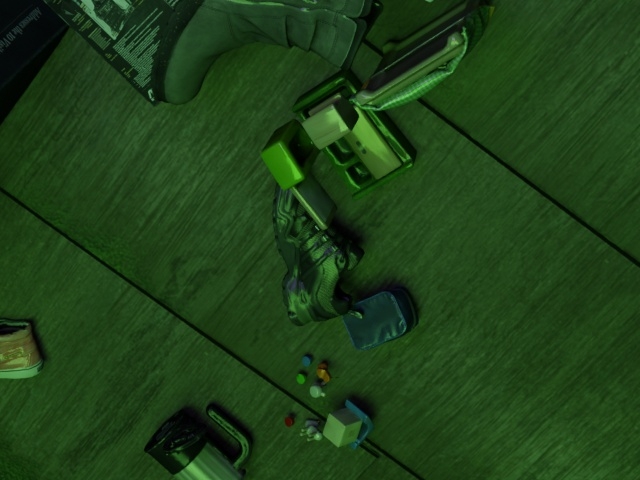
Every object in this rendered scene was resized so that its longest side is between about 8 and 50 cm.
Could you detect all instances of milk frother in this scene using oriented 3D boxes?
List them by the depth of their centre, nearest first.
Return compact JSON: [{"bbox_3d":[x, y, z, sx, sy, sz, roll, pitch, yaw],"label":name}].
[{"bbox_3d":[-0.174,0.322,2.113,0.135,0.143,0.129,45,111,-9],"label":"milk frother"}]

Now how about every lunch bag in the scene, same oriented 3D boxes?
[{"bbox_3d":[0.081,0.107,1.983,0.098,0.065,0.067,-23,86,25],"label":"lunch bag"}]

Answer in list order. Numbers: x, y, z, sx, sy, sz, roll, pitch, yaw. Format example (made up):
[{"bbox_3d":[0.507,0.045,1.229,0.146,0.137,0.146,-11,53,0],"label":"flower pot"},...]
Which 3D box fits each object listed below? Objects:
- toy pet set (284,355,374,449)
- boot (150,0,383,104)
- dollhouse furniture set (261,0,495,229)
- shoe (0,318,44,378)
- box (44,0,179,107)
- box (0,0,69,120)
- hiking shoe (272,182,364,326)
[{"bbox_3d":[0.020,0.237,2.085,0.114,0.065,0.122,37,123,33],"label":"toy pet set"},{"bbox_3d":[-0.060,-0.242,1.679,0.223,0.118,0.338,23,142,-5],"label":"boot"},{"bbox_3d":[0.105,-0.150,1.764,0.301,0.197,0.151,-30,106,26],"label":"dollhouse furniture set"},{"bbox_3d":[-0.503,0.163,2.154,0.178,0.063,0.081,-5,115,10],"label":"shoe"},{"bbox_3d":[-0.187,-0.350,1.796,0.242,0.076,0.307,44,118,-11],"label":"box"},{"bbox_3d":[-0.633,-0.229,1.732,0.472,0.480,0.297,37,121,-7],"label":"box"},{"bbox_3d":[0.000,0.000,1.935,0.114,0.086,0.227,-6,108,5],"label":"hiking shoe"}]
